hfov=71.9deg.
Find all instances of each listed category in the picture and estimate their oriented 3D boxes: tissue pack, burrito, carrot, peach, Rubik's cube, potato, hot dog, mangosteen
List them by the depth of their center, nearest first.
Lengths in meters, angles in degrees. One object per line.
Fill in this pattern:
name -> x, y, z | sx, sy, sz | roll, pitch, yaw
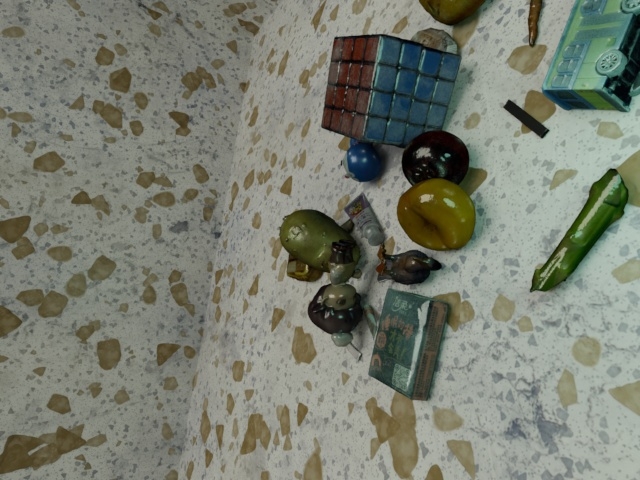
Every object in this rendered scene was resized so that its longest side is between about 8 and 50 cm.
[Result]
carrot -> 0.650, -0.669, 1.346 | 0.035, 0.035, 0.165 | 3, 82, 58
peach -> 0.360, -0.075, 1.375 | 0.251, 0.153, 0.251 | 32, 141, 30
tissue pack -> 0.280, 0.328, 1.437 | 0.228, 0.103, 0.316 | 11, 87, 58
mangosteen -> 0.385, -0.261, 1.447 | 0.216, 0.216, 0.216 | -30, 53, 49
Rubik's cube -> 0.236, -0.530, 1.590 | 0.344, 0.337, 0.345 | 44, 128, 55
hot dog -> 0.429, -0.730, 1.681 | 0.144, 0.075, 0.268 | -53, 36, 26
potato -> -0.006, 0.004, 1.831 | 0.359, 0.269, 0.219 | 34, 111, 31
burrito -> 0.103, -0.047, 1.931 | 0.149, 0.041, 0.055 | -39, 56, 40

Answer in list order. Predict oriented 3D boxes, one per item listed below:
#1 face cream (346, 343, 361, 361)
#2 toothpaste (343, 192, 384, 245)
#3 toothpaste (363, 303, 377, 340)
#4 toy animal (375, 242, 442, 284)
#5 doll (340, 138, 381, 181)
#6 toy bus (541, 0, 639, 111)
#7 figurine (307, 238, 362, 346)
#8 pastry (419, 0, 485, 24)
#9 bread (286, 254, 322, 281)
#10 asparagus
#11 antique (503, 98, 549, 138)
face cream -> 0.123, 0.425, 1.719 | 0.115, 0.020, 0.038 | 38, 108, 53
toothpaste -> 0.177, -0.090, 1.811 | 0.114, 0.073, 0.299 | -42, 37, 15
toothpaste -> 0.183, 0.288, 1.592 | 0.205, 0.036, 0.056 | -98, 15, -74
toy animal -> 0.277, 0.087, 1.482 | 0.298, 0.185, 0.122 | 121, 154, -71
doll -> 0.165, -0.366, 1.853 | 0.161, 0.215, 0.257 | -12, 50, 14
toy bus -> 0.702, -0.485, 1.074 | 0.190, 0.152, 0.312 | 30, 104, 57
figurine -> 0.089, 0.189, 1.671 | 0.218, 0.206, 0.365 | -40, -29, -67
pastry -> 0.498, -0.950, 1.584 | 0.356, 0.163, 0.356 | -35, 47, 49
bread -> -0.077, 0.105, 2.101 | 0.222, 0.096, 0.182 | -11, 66, 56
asparagus -> 0.623, -0.007, 1.061 | 0.343, 0.085, 0.082 | -66, 29, 17
antique -> 0.604, -0.361, 1.304 | 0.031, 0.015, 0.192 | -56, 36, 30
